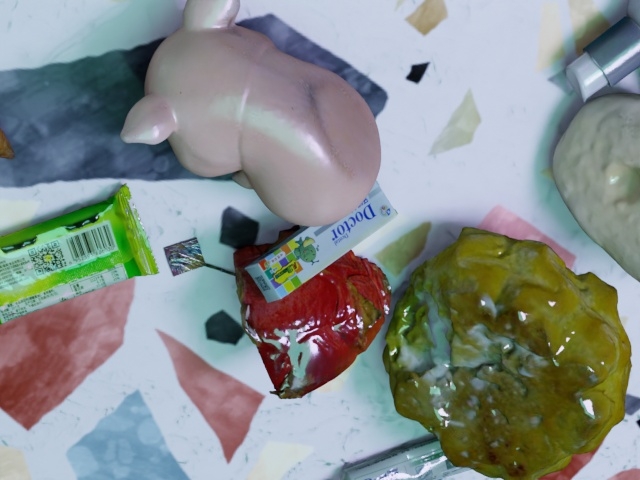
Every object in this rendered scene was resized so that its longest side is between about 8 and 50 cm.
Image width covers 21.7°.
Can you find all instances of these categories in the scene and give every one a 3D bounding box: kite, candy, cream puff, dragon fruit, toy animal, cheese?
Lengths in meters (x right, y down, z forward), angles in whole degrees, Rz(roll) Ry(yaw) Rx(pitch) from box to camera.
[{"bbox_3d":[-0.120,0.017,1.676,0.078,0.002,0.044,0,117,-15],"label":"kite"},{"bbox_3d":[-0.254,0.020,1.620,0.178,0.032,0.102,-21,124,-7],"label":"candy"},{"bbox_3d":[0.200,0.109,1.737,0.282,0.185,0.282,15,127,21],"label":"cream puff"},{"bbox_3d":[-0.001,0.064,1.671,0.161,0.127,0.120,-22,128,-4],"label":"dragon fruit"},{"bbox_3d":[-0.053,-0.108,1.540,0.250,0.154,0.166,29,63,-27],"label":"toy animal"},{"bbox_3d":[0.365,-0.031,1.666,0.251,0.248,0.174,27,107,-20],"label":"cheese"}]

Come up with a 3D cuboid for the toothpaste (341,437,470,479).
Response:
[{"bbox_3d":[0.108,0.249,1.849,0.218,0.041,0.064,-16,115,-13],"label":"toothpaste"}]

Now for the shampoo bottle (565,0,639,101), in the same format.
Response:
[{"bbox_3d":[0.328,-0.212,1.651,0.192,0.074,0.074,-35,121,4],"label":"shampoo bottle"}]

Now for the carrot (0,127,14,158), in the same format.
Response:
[{"bbox_3d":[-0.355,-0.125,1.495,0.205,0.072,0.072,37,102,-32],"label":"carrot"}]

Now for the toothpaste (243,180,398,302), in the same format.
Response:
[{"bbox_3d":[0.000,0.000,1.640,0.164,0.034,0.046,-35,97,-27],"label":"toothpaste"}]
